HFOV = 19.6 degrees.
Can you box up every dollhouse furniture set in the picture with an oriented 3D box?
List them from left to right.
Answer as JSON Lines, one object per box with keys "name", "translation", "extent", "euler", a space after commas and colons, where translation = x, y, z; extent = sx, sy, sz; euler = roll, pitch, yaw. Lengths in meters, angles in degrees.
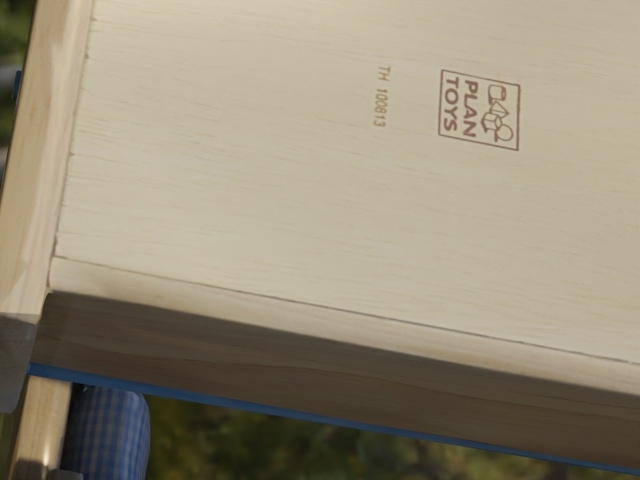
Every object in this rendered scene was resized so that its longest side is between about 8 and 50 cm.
{"name": "dollhouse furniture set", "translation": [0.000, 0.000, 0.557], "extent": [0.303, 0.198, 0.286], "euler": [119, -21, -59]}
